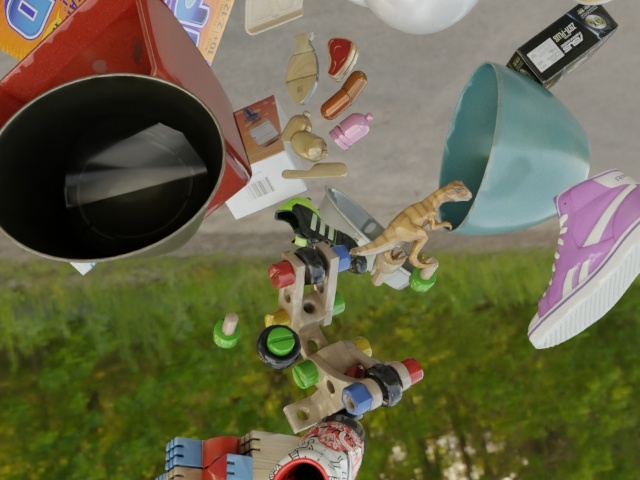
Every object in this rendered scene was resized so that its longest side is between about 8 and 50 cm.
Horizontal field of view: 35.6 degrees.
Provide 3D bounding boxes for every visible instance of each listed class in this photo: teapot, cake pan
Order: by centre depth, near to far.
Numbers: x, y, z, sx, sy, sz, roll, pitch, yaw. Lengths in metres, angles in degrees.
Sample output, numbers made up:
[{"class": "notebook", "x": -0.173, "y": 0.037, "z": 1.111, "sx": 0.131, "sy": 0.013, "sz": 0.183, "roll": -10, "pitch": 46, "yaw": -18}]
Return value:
[{"class": "teapot", "x": 0.151, "y": -0.473, "z": 1.629, "sx": 0.252, "sy": 0.256, "sz": 0.187, "roll": 30, "pitch": -171, "yaw": 41}, {"class": "cake pan", "x": 0.101, "y": -0.001, "z": 2.136, "sx": 0.054, "sy": 0.293, "sz": 0.293, "roll": -46, "pitch": 161, "yaw": 10}]

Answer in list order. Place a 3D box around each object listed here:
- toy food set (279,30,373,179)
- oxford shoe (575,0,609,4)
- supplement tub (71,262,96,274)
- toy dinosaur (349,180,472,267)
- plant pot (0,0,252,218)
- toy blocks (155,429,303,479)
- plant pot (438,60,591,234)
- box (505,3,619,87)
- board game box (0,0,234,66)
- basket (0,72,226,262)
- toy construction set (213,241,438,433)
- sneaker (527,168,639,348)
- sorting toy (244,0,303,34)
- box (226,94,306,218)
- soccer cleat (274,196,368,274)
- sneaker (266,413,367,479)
[{"class": "toy food set", "x": 0.007, "y": -0.103, "z": 0.760, "sx": 0.078, "sy": 0.122, "sz": 0.019, "roll": 0, "pitch": 164, "yaw": 31}, {"class": "oxford shoe", "x": 0.462, "y": -0.531, "z": 1.704, "sx": 0.169, "sy": 0.130, "sz": 0.449, "roll": 1, "pitch": -143, "yaw": 16}, {"class": "supplement tub", "x": -0.416, "y": 0.002, "z": 1.807, "sx": 0.107, "sy": 0.071, "sz": 0.071, "roll": -48, "pitch": 174, "yaw": -11}, {"class": "toy dinosaur", "x": 0.100, "y": -0.009, "z": 1.259, "sx": 0.211, "sy": 0.064, "sz": 0.112, "roll": -35, "pitch": 136, "yaw": -26}, {"class": "plant pot", "x": -0.242, "y": -0.141, "z": 1.292, "sx": 0.267, "sy": 0.267, "sz": 0.235, "roll": -37, "pitch": 134, "yaw": 17}, {"class": "toy blocks", "x": -0.174, "y": 0.424, "z": 1.767, "sx": 0.260, "sy": 0.191, "sz": 0.381, "roll": 15, "pitch": 147, "yaw": -28}, {"class": "plant pot", "x": 0.336, "y": -0.137, "z": 1.675, "sx": 0.195, "sy": 0.290, "sz": 0.290, "roll": 11, "pitch": 164, "yaw": -9}, {"class": "box", "x": 0.421, "y": -0.335, "z": 1.782, "sx": 0.180, "sy": 0.077, "sz": 0.147, "roll": -37, "pitch": 174, "yaw": -10}, {"class": "board game box", "x": -0.385, "y": -0.483, "z": 1.713, "sx": 0.356, "sy": 0.356, "sz": 0.356, "roll": 29, "pitch": -164, "yaw": 25}, {"class": "basket", "x": -0.181, "y": -0.052, "z": 0.931, "sx": 0.204, "sy": 0.154, "sz": 0.227, "roll": -15, "pitch": 176, "yaw": -3}, {"class": "toy construction set", "x": 0.027, "y": 0.134, "z": 1.417, "sx": 0.309, "sy": 0.257, "sz": 0.237, "roll": -49, "pitch": 170, "yaw": -33}, {"class": "sneaker", "x": 0.379, "y": 0.021, "z": 1.473, "sx": 0.102, "sy": 0.161, "sz": 0.282, "roll": 10, "pitch": 124, "yaw": -50}, {"class": "sorting toy", "x": -0.117, "y": -0.636, "z": 2.486, "sx": 0.193, "sy": 0.038, "sz": 0.208, "roll": -30, "pitch": 138, "yaw": -33}, {"class": "box", "x": -0.107, "y": -0.139, "z": 1.637, "sx": 0.130, "sy": 0.170, "sz": 0.091, "roll": -23, "pitch": 130, "yaw": 8}, {"class": "soccer cleat", "x": 0.000, "y": 0.000, "z": 1.575, "sx": 0.072, "sy": 0.179, "sz": 0.060, "roll": -29, "pitch": 149, "yaw": -36}, {"class": "sneaker", "x": -0.041, "y": 0.325, "z": 1.095, "sx": 0.090, "sy": 0.270, "sz": 0.145, "roll": 28, "pitch": -166, "yaw": 12}]
